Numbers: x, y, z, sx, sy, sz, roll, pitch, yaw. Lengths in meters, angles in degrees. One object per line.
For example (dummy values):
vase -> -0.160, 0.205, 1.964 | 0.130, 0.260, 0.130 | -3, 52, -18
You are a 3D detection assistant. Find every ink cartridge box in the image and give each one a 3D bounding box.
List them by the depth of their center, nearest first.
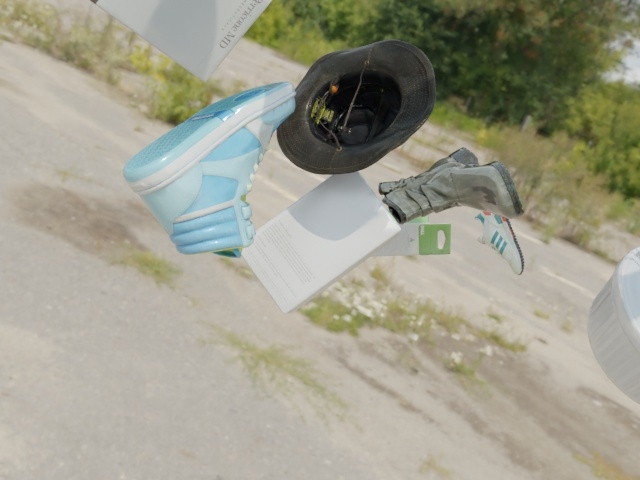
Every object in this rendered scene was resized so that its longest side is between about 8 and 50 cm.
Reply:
ink cartridge box -> 0.228, -0.020, 2.154 | 0.209, 0.109, 0.062 | -1, 39, 6

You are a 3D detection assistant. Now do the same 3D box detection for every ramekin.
ramekin -> 0.546, 0.148, 1.313 | 0.273, 0.127, 0.272 | 13, 49, -16

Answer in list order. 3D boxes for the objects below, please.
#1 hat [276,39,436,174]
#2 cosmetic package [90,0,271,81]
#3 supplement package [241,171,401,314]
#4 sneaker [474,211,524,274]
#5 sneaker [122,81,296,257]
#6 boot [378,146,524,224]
hat -> 0.086, -0.232, 1.638 | 0.331, 0.331, 0.134 | 34, -8, 40
cosmetic package -> -0.303, -0.494, 1.522 | 0.385, 0.217, 0.156 | 32, 18, -29
supplement package -> 0.000, 0.000, 1.751 | 0.177, 0.293, 0.175 | 54, 1, 5
sneaker -> 0.383, 0.006, 1.806 | 0.057, 0.075, 0.161 | 6, 63, -70
sneaker -> -0.130, -0.096, 1.266 | 0.319, 0.208, 0.127 | -39, 26, -31
boot -> 0.185, -0.059, 1.242 | 0.161, 0.083, 0.246 | -24, 20, -6
